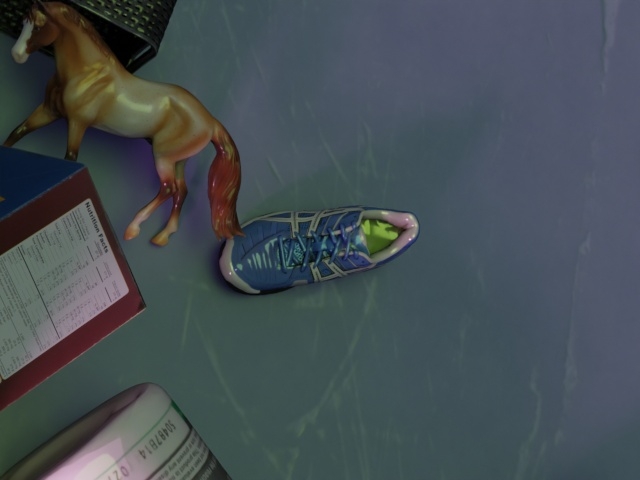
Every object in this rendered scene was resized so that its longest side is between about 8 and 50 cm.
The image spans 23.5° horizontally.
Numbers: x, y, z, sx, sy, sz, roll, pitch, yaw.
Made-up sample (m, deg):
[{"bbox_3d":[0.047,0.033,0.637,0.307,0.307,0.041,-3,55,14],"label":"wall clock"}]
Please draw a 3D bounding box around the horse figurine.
[{"bbox_3d":[-0.173,-0.093,1.372,0.263,0.066,0.174,22,99,-21],"label":"horse figurine"}]

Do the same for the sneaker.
[{"bbox_3d":[0.000,0.000,1.475,0.211,0.081,0.080,-14,87,-30],"label":"sneaker"}]

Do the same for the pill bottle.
[{"bbox_3d":[-0.111,0.314,1.263,0.204,0.204,0.361,-40,98,-31],"label":"pill bottle"}]

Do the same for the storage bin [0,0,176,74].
[{"bbox_3d":[-0.228,-0.227,1.376,0.180,0.122,0.084,27,66,-22],"label":"storage bin"}]

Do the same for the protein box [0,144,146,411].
[{"bbox_3d":[-0.289,0.032,1.213,0.201,0.200,0.136,-36,121,-31],"label":"protein box"}]
